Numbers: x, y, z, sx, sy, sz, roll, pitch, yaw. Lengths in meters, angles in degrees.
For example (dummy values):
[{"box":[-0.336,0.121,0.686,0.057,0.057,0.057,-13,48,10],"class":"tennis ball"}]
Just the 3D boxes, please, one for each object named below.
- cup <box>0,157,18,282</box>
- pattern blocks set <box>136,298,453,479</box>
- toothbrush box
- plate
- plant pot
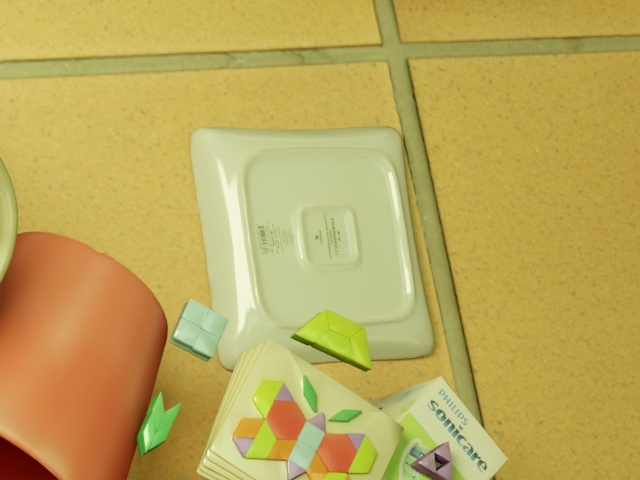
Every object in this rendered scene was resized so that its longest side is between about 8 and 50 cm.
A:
[{"box":[-0.403,-0.027,1.633,0.331,0.237,0.331,-17,113,-49],"class":"cup"},{"box":[-0.016,0.199,1.818,0.325,0.026,0.285,20,65,-18],"class":"pattern blocks set"},{"box":[0.027,0.288,1.945,0.283,0.206,0.122,-41,97,-30],"class":"toothbrush box"},{"box":[0.000,0.000,2.105,0.278,0.045,0.277,-2,78,-29],"class":"plate"},{"box":[-0.282,0.142,1.799,0.275,0.275,0.243,38,53,-15],"class":"plant pot"}]
